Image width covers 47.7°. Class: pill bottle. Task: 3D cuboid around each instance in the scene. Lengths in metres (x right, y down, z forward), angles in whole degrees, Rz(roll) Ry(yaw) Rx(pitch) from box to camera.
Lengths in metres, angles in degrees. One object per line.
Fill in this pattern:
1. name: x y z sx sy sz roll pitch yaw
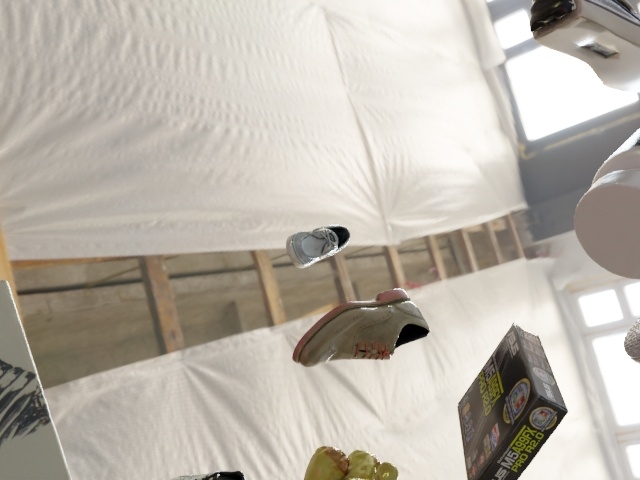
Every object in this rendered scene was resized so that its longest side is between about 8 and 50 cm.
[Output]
1. pill bottle: 0.466 -0.074 0.972 0.283 0.161 0.161 -36 -75 -36

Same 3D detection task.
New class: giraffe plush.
1. giraffe plush: 0.056 0.384 1.031 0.210 0.170 0.182 -2 -103 -41

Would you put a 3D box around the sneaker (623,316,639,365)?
1. sneaker: 0.631 0.106 1.009 0.210 0.366 0.137 48 -166 5

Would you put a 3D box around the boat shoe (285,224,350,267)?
1. boat shoe: 0.001 0.001 1.598 0.079 0.081 0.227 66 -154 2

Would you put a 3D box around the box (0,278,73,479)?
1. box: -0.209 0.162 0.444 0.113 0.094 0.275 -17 -126 -27

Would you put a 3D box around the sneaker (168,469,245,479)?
1. sneaker: -0.108 0.223 0.661 0.083 0.037 0.032 -1 -124 -31

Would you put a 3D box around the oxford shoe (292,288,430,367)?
1. oxford shoe: 0.099 0.208 1.582 0.348 0.123 0.130 -20 -129 -33

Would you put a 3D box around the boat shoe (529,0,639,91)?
1. boat shoe: 0.460 -0.359 1.155 0.340 0.127 0.158 14 -111 -38

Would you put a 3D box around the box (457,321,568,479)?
1. box: 0.331 0.299 1.294 0.060 0.216 0.270 26 -159 -4
